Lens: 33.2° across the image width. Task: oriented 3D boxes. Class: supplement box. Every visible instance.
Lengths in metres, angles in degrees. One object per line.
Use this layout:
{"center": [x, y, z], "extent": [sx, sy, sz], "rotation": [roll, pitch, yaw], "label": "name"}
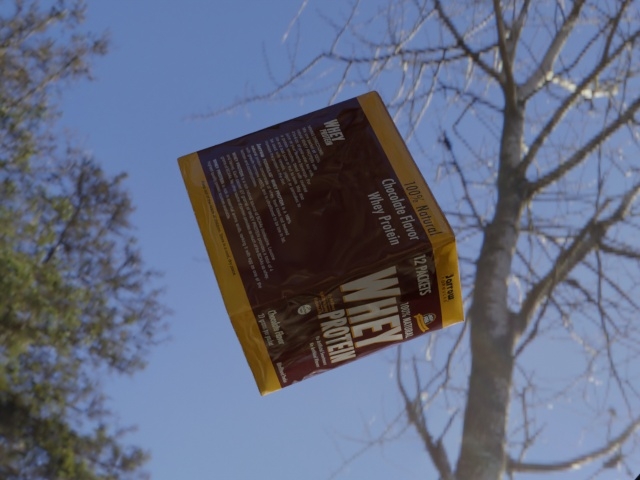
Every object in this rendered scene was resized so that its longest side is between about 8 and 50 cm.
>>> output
{"center": [0.000, 0.000, 0.955], "extent": [0.194, 0.191, 0.129], "rotation": [-20, -39, -4], "label": "supplement box"}

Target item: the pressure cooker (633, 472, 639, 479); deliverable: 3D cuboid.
{"center": [0.474, 0.377, 1.073], "extent": [0.420, 0.370, 0.376], "rotation": [19, -64, 39], "label": "pressure cooker"}
